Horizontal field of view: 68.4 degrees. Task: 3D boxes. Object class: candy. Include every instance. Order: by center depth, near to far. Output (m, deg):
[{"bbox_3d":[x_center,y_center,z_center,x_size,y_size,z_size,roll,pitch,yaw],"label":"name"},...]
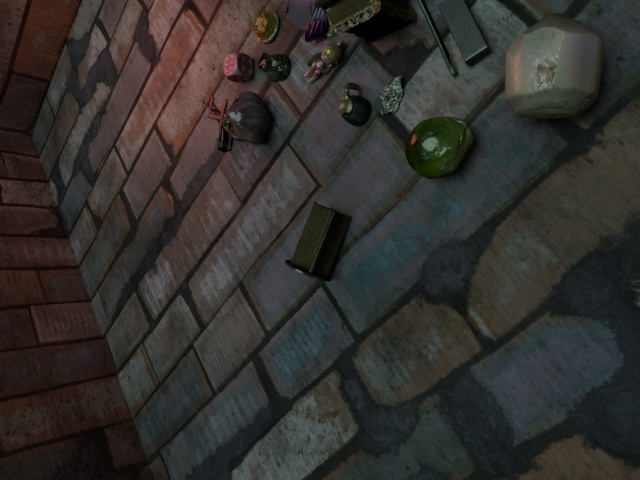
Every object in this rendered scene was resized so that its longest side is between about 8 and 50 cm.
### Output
[{"bbox_3d":[0.279,-0.660,1.308,0.119,0.119,0.440,-21,96,37],"label":"candy"}]

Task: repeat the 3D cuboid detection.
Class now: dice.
[{"bbox_3d":[-0.327,-0.688,1.875,0.094,0.091,0.093,-3,88,39],"label":"dice"}]

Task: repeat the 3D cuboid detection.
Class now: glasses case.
[{"bbox_3d":[0.396,-0.586,1.300,0.071,0.047,0.205,-29,71,31],"label":"glasses case"}]

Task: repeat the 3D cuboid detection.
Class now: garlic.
[{"bbox_3d":[-0.321,-0.464,1.812,0.256,0.207,0.207,13,99,2],"label":"garlic"}]

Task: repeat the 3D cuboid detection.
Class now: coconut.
[{"bbox_3d":[0.528,-0.399,1.082,0.224,0.224,0.234,7,106,40],"label":"coconut"}]

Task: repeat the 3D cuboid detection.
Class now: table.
[{"bbox_3d":[0.000,0.000,1.561,0.167,0.167,0.227,25,96,37],"label":"table"}]

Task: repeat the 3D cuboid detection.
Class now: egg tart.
[{"bbox_3d":[-0.214,-0.828,1.813,0.128,0.049,0.129,-1,88,38],"label":"egg tart"}]

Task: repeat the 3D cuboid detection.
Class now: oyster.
[{"bbox_3d":[0.216,-0.446,1.452,0.098,0.037,0.100,-15,80,39],"label":"oyster"}]

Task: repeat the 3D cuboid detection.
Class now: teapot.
[{"bbox_3d":[0.097,-0.437,1.517,0.092,0.090,0.124,-33,69,33],"label":"teapot"}]

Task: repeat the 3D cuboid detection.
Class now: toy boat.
[{"bbox_3d":[-0.049,-0.807,1.667,0.318,0.072,0.219,7,90,43],"label":"toy boat"}]

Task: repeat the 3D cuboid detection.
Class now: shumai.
[{"bbox_3d":[-0.180,-0.655,1.756,0.123,0.087,0.099,7,92,38],"label":"shumai"}]

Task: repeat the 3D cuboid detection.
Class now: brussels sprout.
[{"bbox_3d":[0.321,-0.262,1.295,0.180,0.144,0.161,-41,41,7],"label":"brussels sprout"}]

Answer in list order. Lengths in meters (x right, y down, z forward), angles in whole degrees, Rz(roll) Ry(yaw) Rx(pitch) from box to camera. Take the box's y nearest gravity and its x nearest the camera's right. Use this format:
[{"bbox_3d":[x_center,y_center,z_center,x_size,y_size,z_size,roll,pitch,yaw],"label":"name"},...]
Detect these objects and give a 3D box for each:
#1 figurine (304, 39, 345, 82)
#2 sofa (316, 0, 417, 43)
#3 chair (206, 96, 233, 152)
[{"bbox_3d":[0.011,-0.617,1.618,0.187,0.083,0.083,-36,67,47],"label":"figurine"},{"bbox_3d":[0.136,-0.711,1.388,0.200,0.258,0.182,-7,98,40],"label":"sofa"},{"bbox_3d":[-0.412,-0.477,1.949,0.101,0.084,0.213,20,102,35],"label":"chair"}]
